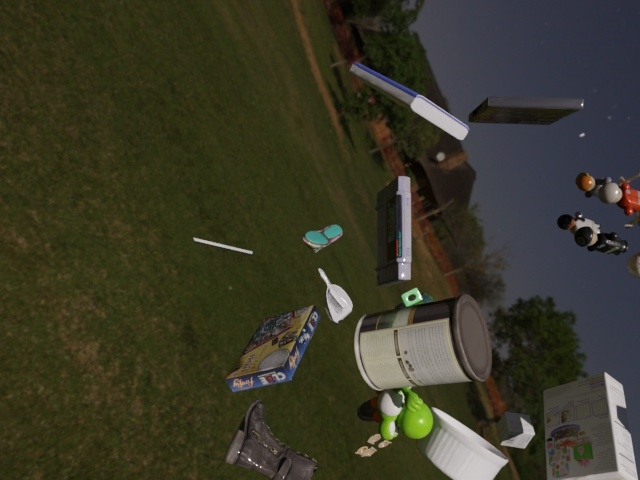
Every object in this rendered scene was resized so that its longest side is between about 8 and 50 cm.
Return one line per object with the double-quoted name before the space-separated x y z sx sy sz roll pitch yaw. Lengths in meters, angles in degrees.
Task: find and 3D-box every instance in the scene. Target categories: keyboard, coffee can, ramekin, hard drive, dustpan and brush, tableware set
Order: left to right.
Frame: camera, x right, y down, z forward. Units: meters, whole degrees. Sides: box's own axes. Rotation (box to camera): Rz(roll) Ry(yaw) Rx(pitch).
"keyboard" -0.404 0.028 2.095 0.072 0.256 0.014 132 -29 -79
"dustpan and brush" 0.044 0.204 1.939 0.211 0.060 0.147 52 38 5
"tableware set" 0.244 0.965 2.346 0.141 0.169 0.020 35 18 -40
"hard drive" 0.233 -0.382 1.353 0.210 0.040 0.318 19 21 -37
"coffee can" 0.251 0.256 1.233 0.201 0.275 0.201 29 53 -47
"ramekin" 0.443 0.675 1.612 0.277 0.135 0.277 33 -3 2

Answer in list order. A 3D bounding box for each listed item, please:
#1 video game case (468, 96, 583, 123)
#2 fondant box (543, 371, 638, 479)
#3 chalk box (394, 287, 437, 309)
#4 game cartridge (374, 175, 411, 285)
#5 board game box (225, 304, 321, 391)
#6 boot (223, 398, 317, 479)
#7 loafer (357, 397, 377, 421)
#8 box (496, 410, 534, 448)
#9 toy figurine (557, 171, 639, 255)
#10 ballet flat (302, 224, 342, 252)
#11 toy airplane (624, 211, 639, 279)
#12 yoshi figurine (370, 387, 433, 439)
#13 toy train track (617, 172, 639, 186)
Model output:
"video game case" 0.633 -0.406 1.574 0.248 0.275 0.035 -38 131 -85
"fondant box" 0.857 0.619 1.617 0.096 0.238 0.330 36 46 -15
"chalk box" 0.364 0.279 1.811 0.213 0.132 0.132 65 -4 -12
"game cartridge" 0.250 -0.026 1.747 0.230 0.068 0.354 127 -35 -76
"board game box" -0.108 0.257 1.218 0.042 0.165 0.243 63 27 -18
"boot" -0.115 0.543 1.297 0.229 0.091 0.263 25 18 1
"loafer" 0.272 0.688 2.116 0.087 0.251 0.094 69 0 -51
"box" 0.740 0.722 1.906 0.087 0.102 0.101 -84 -177 -53
"toy figurine" 0.804 -0.080 1.450 0.209 0.148 0.213 -96 -158 -68
"ballet flat" 0.000 0.000 1.794 0.077 0.079 0.221 46 33 14
"toy airplane" 1.066 0.066 1.490 0.386 0.273 0.384 -28 104 -71
"yoshi figurine" 0.287 0.449 1.544 0.203 0.204 0.362 13 -89 66
"toy train track" 1.081 -0.214 1.749 0.014 0.083 0.048 -36 88 -38
